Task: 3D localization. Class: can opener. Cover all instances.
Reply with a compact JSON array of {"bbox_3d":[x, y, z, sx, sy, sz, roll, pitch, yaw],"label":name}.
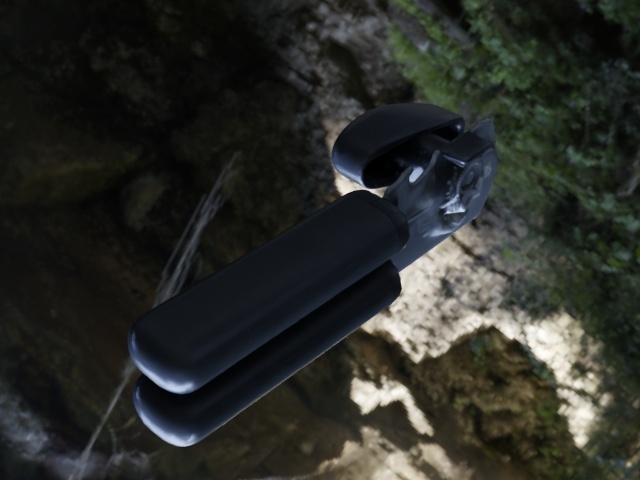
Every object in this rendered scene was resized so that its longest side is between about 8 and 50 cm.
[{"bbox_3d":[0.000,0.000,0.549,0.095,0.076,0.283,33,-133,31],"label":"can opener"}]
